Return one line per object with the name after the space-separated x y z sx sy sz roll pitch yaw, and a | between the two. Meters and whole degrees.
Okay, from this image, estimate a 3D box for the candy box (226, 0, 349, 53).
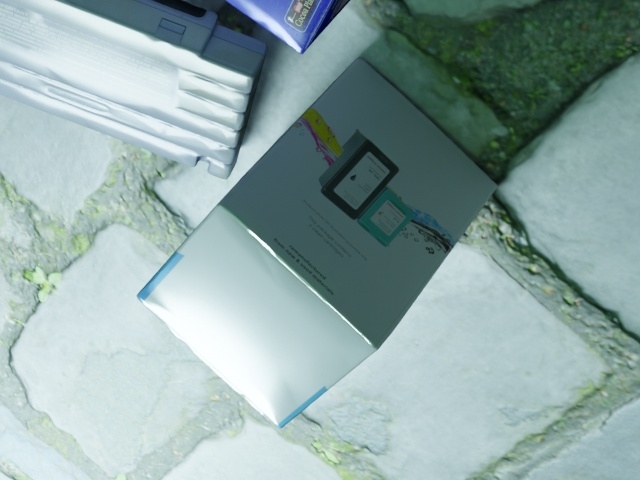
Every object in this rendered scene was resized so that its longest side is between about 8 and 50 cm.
-0.073 -0.355 1.290 0.317 0.122 0.268 36 141 2 | candy box

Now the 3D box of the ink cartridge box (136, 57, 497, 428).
0.000 0.000 1.520 0.197 0.270 0.198 43 138 -3 | ink cartridge box

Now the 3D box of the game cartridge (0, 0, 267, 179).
-0.237 -0.195 1.587 0.355 0.068 0.230 21 148 -1 | game cartridge
